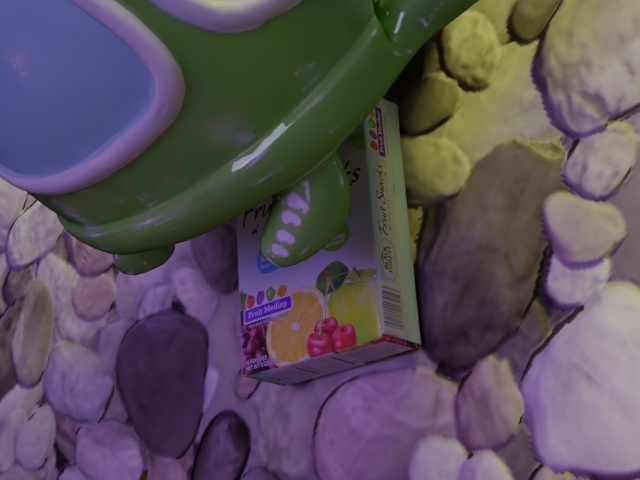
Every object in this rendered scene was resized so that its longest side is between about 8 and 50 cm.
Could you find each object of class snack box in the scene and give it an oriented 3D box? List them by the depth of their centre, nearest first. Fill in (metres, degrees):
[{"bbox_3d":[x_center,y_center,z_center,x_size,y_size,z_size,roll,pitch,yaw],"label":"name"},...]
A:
[{"bbox_3d":[0.000,0.000,0.650,0.100,0.037,0.141,-19,65,37],"label":"snack box"}]

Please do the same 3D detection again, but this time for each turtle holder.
[{"bbox_3d":[-0.068,-0.124,0.564,0.243,0.227,0.320,-53,30,-12],"label":"turtle holder"}]
